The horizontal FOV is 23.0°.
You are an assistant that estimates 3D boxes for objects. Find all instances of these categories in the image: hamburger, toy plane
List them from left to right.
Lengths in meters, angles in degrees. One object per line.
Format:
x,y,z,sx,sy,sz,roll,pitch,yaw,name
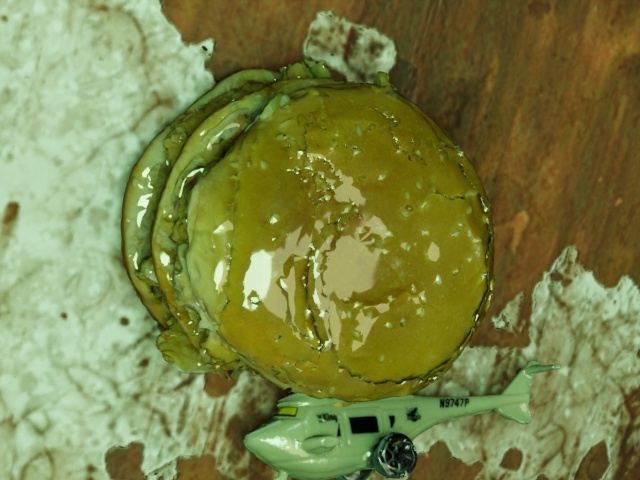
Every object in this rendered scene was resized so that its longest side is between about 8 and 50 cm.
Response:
-0.002,-0.008,1.144,0.260,0.211,0.245,12,91,-26,hamburger
0.067,0.142,1.292,0.286,0.092,0.108,-2,79,-26,toy plane
